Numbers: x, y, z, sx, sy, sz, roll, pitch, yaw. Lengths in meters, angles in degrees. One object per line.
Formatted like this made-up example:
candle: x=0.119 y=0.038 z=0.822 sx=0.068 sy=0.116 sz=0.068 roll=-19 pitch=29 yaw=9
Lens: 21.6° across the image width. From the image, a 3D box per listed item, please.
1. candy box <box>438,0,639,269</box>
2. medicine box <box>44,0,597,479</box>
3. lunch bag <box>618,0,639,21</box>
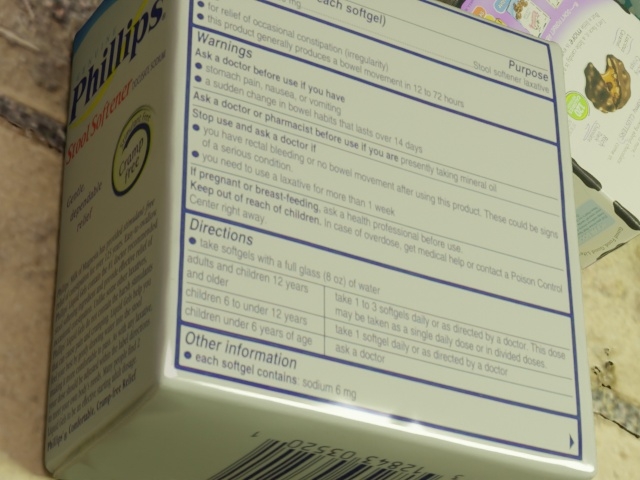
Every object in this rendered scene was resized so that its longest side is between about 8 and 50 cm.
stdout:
candy box: x=0.161 y=-0.106 z=1.167 sx=0.196 sy=0.070 sz=0.165 roll=42 pitch=49 yaw=-8
medicine box: x=0.000 y=0.000 z=0.948 sx=0.263 sy=0.149 sz=0.289 roll=16 pitch=58 yaw=-27
lunch bag: x=0.230 y=-0.228 z=1.235 sx=0.096 sy=0.129 sz=0.151 roll=-20 pitch=85 yaw=-41
